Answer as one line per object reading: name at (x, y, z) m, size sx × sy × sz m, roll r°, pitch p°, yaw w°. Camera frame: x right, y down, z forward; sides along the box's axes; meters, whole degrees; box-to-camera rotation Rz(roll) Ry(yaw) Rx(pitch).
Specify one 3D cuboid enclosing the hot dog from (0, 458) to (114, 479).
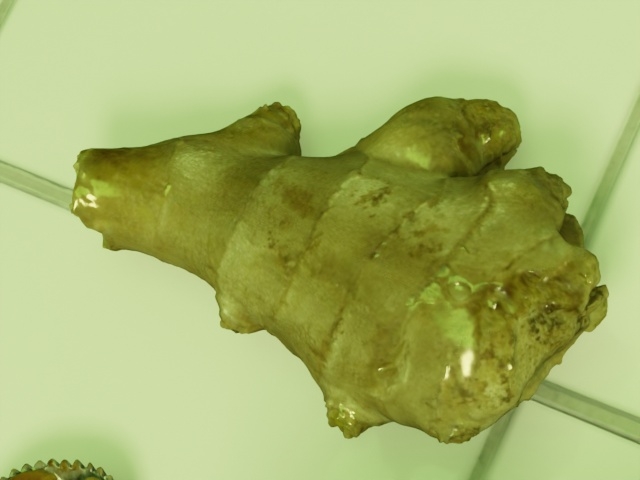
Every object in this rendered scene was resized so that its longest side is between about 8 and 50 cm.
hot dog at (-0.183, 0.280, 1.161) m, size 0.144 × 0.075 × 0.268 m, roll -8°, pitch 73°, yaw 11°

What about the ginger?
ginger at (0.012, -0.022, 1.157) m, size 0.375 × 0.166 × 0.236 m, roll 34°, pitch 94°, yaw 18°
